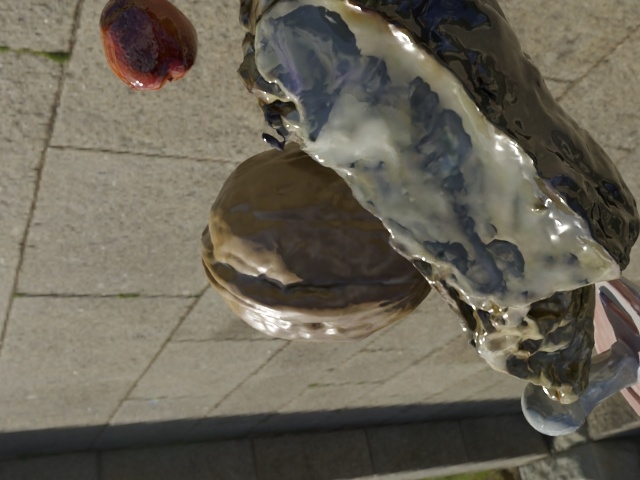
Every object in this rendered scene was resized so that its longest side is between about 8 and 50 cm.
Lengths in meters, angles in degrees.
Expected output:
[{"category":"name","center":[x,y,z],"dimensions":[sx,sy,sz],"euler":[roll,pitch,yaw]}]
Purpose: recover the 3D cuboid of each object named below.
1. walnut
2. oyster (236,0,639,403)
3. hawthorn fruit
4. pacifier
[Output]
[{"category":"walnut","center":[0.000,0.002,0.975],"dimensions":[0.313,0.251,0.277],"euler":[-2,166,5]},{"category":"oyster","center":[0.064,-0.054,0.373],"dimensions":[0.110,0.341,0.166],"euler":[-31,-172,26]},{"category":"hawthorn fruit","center":[-0.308,-0.354,1.343],"dimensions":[0.179,0.173,0.173],"euler":[40,135,-15]},{"category":"pacifier","center":[0.438,0.182,1.110],"dimensions":[0.221,0.273,0.332],"euler":[10,141,41]}]
